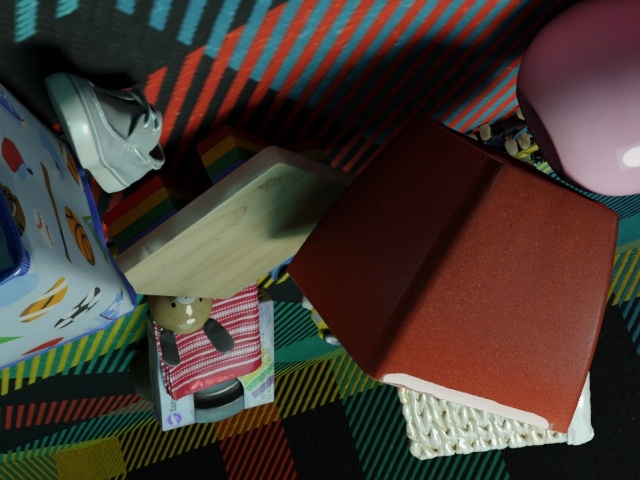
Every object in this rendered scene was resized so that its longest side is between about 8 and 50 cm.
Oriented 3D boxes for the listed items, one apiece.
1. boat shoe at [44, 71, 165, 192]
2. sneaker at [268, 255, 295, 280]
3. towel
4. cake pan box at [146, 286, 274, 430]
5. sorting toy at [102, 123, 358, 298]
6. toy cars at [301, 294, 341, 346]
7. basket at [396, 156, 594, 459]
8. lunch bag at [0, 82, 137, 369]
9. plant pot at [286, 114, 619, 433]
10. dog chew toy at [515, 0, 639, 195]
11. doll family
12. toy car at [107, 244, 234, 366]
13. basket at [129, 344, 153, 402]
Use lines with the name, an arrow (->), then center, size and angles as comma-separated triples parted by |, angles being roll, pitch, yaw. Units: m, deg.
boat shoe -> -0.182, -0.104, 0.821 | 0.081, 0.079, 0.227 | -26, 172, -6
sneaker -> 0.000, 0.000, 1.443 | 0.209, 0.082, 0.069 | -25, 163, 24
towel -> -0.203, 0.178, 1.706 | 0.199, 0.031, 0.275 | -18, 137, -18
cake pan box -> -0.214, 0.238, 1.833 | 0.245, 0.070, 0.267 | -10, 121, -21
sorting toy -> -0.101, -0.036, 1.089 | 0.257, 0.089, 0.255 | -34, 161, 20
toy cars -> 0.022, 0.064, 1.532 | 0.087, 0.176, 0.394 | 20, -168, -2
basket -> 0.232, 0.098, 1.384 | 0.266, 0.328, 0.331 | -10, -153, 7
lunch bag -> -0.385, 0.022, 0.714 | 0.385, 0.239, 0.328 | -24, 169, -1
plant pot -> 0.159, 0.017, 1.010 | 0.267, 0.236, 0.267 | 19, -167, -27
dog chew toy -> 0.374, -0.184, 0.941 | 0.331, 0.207, 0.206 | -26, 166, 5
doll family -> 0.264, -0.128, 1.291 | 0.193, 0.076, 0.111 | -20, 172, 31
toy car -> -0.188, 0.072, 1.252 | 0.155, 0.188, 0.149 | -11, 166, -25
basket -> -0.312, 0.272, 2.011 | 0.204, 0.154, 0.227 | 0, 163, -35
